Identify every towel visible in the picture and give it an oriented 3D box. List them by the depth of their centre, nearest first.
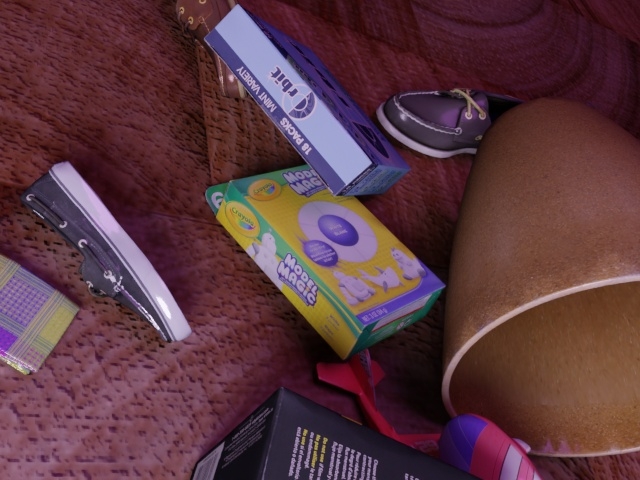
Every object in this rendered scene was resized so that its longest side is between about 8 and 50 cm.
[{"bbox_3d":[-0.190,0.037,0.415,0.083,0.009,0.060,33,41,-11],"label":"towel"}]

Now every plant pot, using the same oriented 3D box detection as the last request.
[{"bbox_3d":[0.204,0.008,0.578,0.237,0.237,0.254,22,43,-22],"label":"plant pot"}]

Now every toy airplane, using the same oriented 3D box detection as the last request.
[{"bbox_3d":[0.043,0.134,0.497,0.151,0.028,0.151,26,41,-25],"label":"toy airplane"}]

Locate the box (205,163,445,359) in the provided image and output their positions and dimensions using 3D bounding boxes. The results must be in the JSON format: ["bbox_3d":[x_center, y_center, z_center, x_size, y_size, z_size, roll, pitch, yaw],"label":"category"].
[{"bbox_3d":[0.000,0.000,0.550,0.105,0.043,0.179,-19,55,-45],"label":"box"}]

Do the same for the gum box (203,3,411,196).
[{"bbox_3d":[0.000,-0.109,0.599,0.157,0.041,0.184,51,16,7],"label":"gum box"}]

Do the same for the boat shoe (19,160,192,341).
[{"bbox_3d":[-0.137,0.013,0.455,0.040,0.049,0.142,-38,83,-15],"label":"boat shoe"}]

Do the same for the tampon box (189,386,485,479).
[{"bbox_3d":[0.013,0.172,0.372,0.161,0.120,0.101,29,44,-15],"label":"tampon box"}]

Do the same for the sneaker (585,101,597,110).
[{"bbox_3d":[0.375,-0.096,0.874,0.321,0.124,0.180,-24,74,-46],"label":"sneaker"}]

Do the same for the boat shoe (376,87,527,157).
[{"bbox_3d":[0.164,-0.137,0.787,0.227,0.069,0.081,3,55,-36],"label":"boat shoe"}]

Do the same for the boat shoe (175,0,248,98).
[{"bbox_3d":[-0.103,-0.204,0.656,0.060,0.064,0.178,-12,68,-5],"label":"boat shoe"}]

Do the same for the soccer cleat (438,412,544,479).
[{"bbox_3d":[0.117,0.230,0.428,0.095,0.083,0.248,-10,70,-27],"label":"soccer cleat"}]
